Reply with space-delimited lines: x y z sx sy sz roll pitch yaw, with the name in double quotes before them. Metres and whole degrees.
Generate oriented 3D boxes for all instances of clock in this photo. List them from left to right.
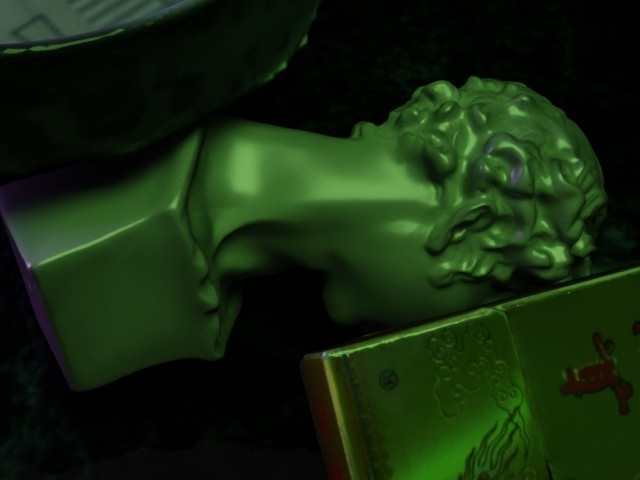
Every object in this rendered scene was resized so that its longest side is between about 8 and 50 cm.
"clock" -0.155 -0.161 0.615 0.325 0.067 0.325 4 47 -4

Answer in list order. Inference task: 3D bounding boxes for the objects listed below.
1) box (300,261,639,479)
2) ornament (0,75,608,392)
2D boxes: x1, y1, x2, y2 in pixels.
"box" 0.158 0.093 0.574 0.311 0.043 0.173 -13 87 -19
"ornament" -0.005 -0.014 0.611 0.285 0.130 0.120 -1 35 -13
